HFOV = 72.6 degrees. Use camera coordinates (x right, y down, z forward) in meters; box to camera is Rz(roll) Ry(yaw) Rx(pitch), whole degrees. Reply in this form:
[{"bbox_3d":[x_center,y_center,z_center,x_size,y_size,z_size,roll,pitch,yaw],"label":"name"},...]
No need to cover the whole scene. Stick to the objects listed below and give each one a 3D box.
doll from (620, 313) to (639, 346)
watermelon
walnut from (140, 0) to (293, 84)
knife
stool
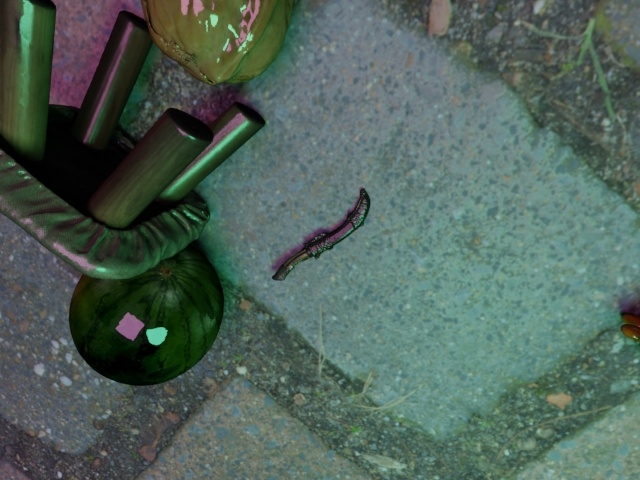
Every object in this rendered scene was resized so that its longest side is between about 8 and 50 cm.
[{"bbox_3d":[0.539,0.149,0.597,0.220,0.143,0.136,7,112,3],"label":"doll"},{"bbox_3d":[-0.276,0.111,0.710,0.242,0.242,0.243,4,109,11],"label":"watermelon"},{"bbox_3d":[-0.128,-0.320,0.554,0.197,0.198,0.245,4,91,11],"label":"walnut"},{"bbox_3d":[0.005,0.004,0.725,0.222,0.021,0.045,-42,96,18],"label":"knife"},{"bbox_3d":[-0.271,-0.146,0.585,0.310,0.310,0.226,38,111,-4],"label":"stool"}]
